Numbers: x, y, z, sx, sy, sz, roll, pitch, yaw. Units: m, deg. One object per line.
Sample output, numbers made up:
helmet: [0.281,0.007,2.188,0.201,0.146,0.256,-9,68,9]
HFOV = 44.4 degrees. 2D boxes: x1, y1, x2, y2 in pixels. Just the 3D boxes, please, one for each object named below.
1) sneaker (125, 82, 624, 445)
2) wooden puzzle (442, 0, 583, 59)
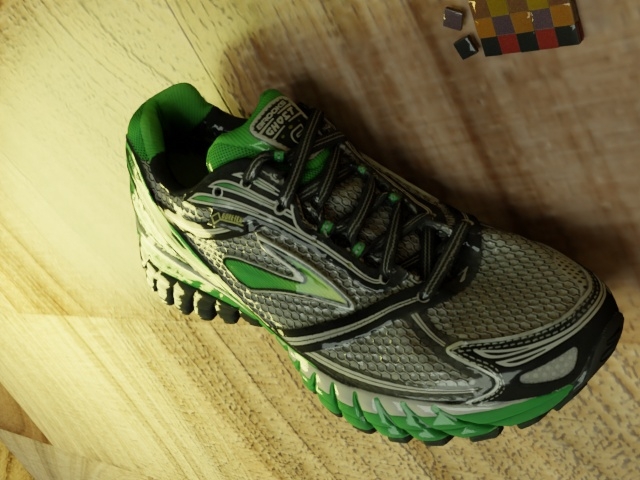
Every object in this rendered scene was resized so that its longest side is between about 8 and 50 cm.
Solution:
sneaker: [0.000,0.000,0.456,0.344,0.134,0.146,19,137,32]
wooden puzzle: [0.091,-0.111,0.361,0.083,0.006,0.049,4,129,43]
